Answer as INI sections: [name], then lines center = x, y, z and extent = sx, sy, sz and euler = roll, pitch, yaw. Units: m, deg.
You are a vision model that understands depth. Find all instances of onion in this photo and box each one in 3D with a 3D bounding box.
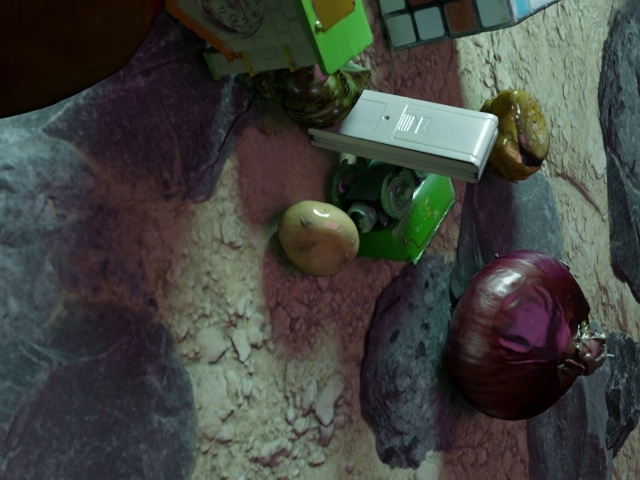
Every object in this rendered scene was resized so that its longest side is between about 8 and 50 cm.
[onion]
center = 0.407, 0.191, 1.626
extent = 0.347, 0.285, 0.348
euler = -13, 108, -43

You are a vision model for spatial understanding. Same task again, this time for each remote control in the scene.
[remote control]
center = 0.126, -0.167, 1.326
extent = 0.055, 0.277, 0.103
euler = 75, 36, -53

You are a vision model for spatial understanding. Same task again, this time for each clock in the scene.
[clock]
center = -0.091, -0.319, 1.090
extent = 0.106, 0.255, 0.220
euler = -45, 124, -38

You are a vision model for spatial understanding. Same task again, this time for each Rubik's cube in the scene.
[Rubik's cube]
center = 0.254, -0.498, 1.489
extent = 0.259, 0.256, 0.253
euler = -32, 112, -44

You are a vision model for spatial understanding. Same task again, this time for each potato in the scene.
[potato]
center = -0.002, -0.002, 1.298
extent = 0.147, 0.112, 0.112
euler = 34, 64, -39

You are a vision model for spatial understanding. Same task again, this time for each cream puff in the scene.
[cream puff]
center = 0.380, -0.207, 1.720
extent = 0.189, 0.129, 0.189
euler = 17, 67, -46

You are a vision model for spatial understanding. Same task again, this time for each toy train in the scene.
[toy train]
center = 0.125, -0.078, 1.430
extent = 0.243, 0.132, 0.188
euler = -53, 134, -36

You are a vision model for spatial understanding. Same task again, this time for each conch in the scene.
[conch]
center = -0.024, -0.243, 1.272
extent = 0.181, 0.187, 0.124
euler = 30, 105, -20

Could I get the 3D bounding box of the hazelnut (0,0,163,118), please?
[hazelnut]
center = -0.347, -0.283, 0.735
extent = 0.429, 0.402, 0.402
euler = -4, 91, -45
